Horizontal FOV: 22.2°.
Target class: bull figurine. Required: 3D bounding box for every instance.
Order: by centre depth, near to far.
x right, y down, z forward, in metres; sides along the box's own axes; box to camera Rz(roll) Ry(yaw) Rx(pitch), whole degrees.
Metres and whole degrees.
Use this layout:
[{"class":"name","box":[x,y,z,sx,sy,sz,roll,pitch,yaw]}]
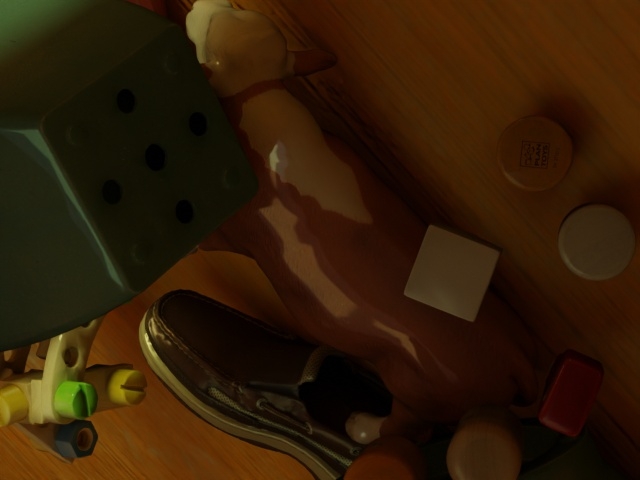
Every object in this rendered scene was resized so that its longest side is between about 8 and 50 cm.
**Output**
[{"class":"bull figurine","box":[0.000,0.000,0.989,0.310,0.101,0.188,49,153,-3]}]

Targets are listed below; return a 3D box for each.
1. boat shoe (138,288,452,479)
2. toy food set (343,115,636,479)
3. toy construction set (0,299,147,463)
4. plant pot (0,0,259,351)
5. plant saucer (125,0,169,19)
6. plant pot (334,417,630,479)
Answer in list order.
[{"class":"boat shoe","box":[-0.010,0.100,1.144,0.257,0.095,0.095,32,134,10]},{"class":"toy food set","box":[0.100,0.049,0.884,0.111,0.232,0.104,20,-175,7]},{"class":"toy construction set","box":[-0.258,0.058,1.211,0.151,0.215,0.328,5,175,24]},{"class":"plant pot","box":[-0.160,-0.039,0.901,0.234,0.165,0.165,0,124,47]},{"class":"plant saucer","box":[-0.217,-0.171,1.057,0.332,0.084,0.332,30,146,22]},{"class":"plant pot","box":[0.104,0.224,0.992,0.293,0.293,0.196,-11,96,55]}]
